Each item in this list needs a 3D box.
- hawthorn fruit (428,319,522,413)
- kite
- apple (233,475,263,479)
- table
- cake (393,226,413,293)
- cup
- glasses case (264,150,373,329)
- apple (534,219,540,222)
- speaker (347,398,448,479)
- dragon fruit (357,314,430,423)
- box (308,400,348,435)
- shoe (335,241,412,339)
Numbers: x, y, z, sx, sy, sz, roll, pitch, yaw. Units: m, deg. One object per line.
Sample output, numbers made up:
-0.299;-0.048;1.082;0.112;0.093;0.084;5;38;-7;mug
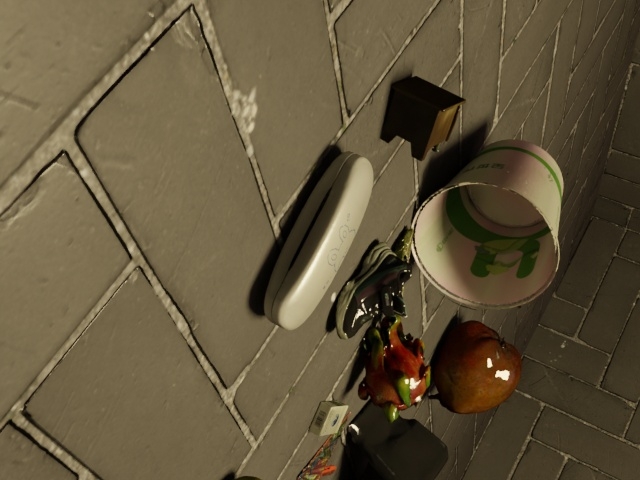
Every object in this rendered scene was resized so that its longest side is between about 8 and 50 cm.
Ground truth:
0.362;0.324;1.910;0.248;0.208;0.208;-48;164;22;hawthorn fruit
-0.001;0.414;1.408;0.232;0.009;0.189;-65;157;-4;kite
-0.094;0.365;1.058;0.089;0.089;0.074;87;22;-47;apple
0.137;-0.168;1.079;0.070;0.083;0.082;-30;145;-50;table
0.124;0.039;1.313;0.051;0.055;0.140;72;28;-55;cake
0.321;-0.049;1.415;0.274;0.253;0.253;-52;155;-51;cup
0.000;0.000;0.961;0.233;0.059;0.092;-63;155;-11;glasses case
0.480;0.020;1.925;0.158;0.147;0.156;-45;-177;-23;apple
0.112;0.511;1.613;0.180;0.184;0.388;-36;153;-48;speaker
0.121;0.215;1.376;0.142;0.138;0.175;-128;-159;-75;dragon fruit
0.014;0.299;1.317;0.083;0.024;0.054;24;88;-66;box
0.093;0.088;1.195;0.169;0.099;0.071;-57;158;-20;shoe
